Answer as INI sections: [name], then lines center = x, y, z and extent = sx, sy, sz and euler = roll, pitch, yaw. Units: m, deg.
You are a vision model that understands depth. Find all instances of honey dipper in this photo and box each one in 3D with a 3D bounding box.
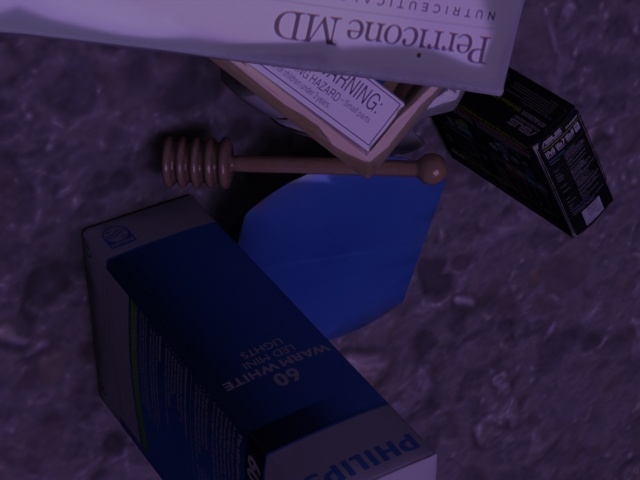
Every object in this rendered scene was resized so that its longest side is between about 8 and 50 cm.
[honey dipper]
center = -0.009, -0.044, 0.898
extent = 0.161, 0.030, 0.030
euler = 0, 128, 5

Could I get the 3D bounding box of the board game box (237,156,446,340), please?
[board game box]
center = 0.000, 0.000, 0.987
extent = 0.133, 0.033, 0.168
euler = -9, 138, -24

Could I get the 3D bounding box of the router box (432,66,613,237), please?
[router box]
center = 0.116, -0.066, 0.974
extent = 0.038, 0.122, 0.092
euler = -44, 137, -9

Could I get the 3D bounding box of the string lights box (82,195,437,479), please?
[string lights box]
center = -0.041, 0.101, 0.876
extent = 0.077, 0.260, 0.133
euler = -20, 131, -25

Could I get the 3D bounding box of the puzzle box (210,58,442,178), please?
[puzzle box]
center = -0.042, -0.245, 0.688
extent = 0.409, 0.052, 0.272
euler = 36, 95, -28

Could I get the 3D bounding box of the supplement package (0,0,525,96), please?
[supplement package]
center = -0.029, -0.212, 0.563
extent = 0.199, 0.198, 0.262
euler = 5, 109, -21

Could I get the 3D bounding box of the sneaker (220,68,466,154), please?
[sneaker]
center = 0.050, -0.197, 0.828
extent = 0.146, 0.122, 0.330
euler = 5, 116, -42
